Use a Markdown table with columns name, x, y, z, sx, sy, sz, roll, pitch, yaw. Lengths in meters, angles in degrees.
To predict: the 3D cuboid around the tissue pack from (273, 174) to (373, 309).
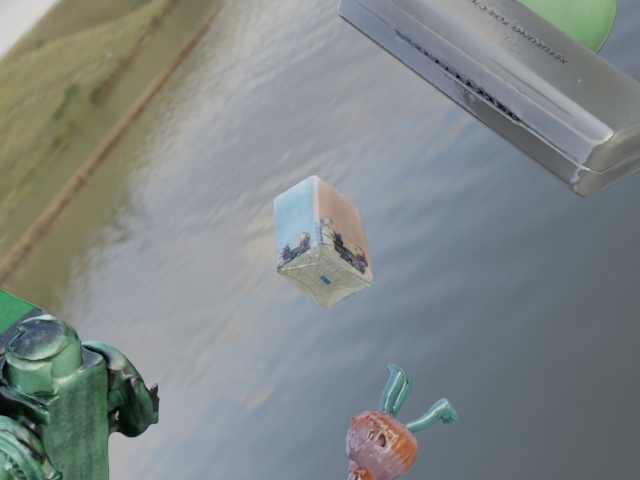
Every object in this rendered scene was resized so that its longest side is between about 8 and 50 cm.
| name | x | y | z | sx | sy | sz | roll | pitch | yaw |
| --- | --- | --- | --- | --- | --- | --- | --- | --- | --- |
| tissue pack | 0.000 | 0.000 | 0.972 | 0.059 | 0.074 | 0.094 | -34 | 37 | 24 |

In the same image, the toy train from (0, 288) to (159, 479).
| name | x | y | z | sx | sy | sz | roll | pitch | yaw |
| --- | --- | --- | --- | --- | --- | --- | --- | --- | --- |
| toy train | -0.220 | 0.162 | 0.791 | 0.120 | 0.202 | 0.301 | -44 | -33 | -45 |

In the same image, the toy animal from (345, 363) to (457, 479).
| name | x | y | z | sx | sy | sz | roll | pitch | yaw |
| --- | --- | --- | --- | --- | --- | --- | --- | --- | --- |
| toy animal | 0.036 | 0.214 | 1.042 | 0.208 | 0.103 | 0.100 | -48 | 27 | -14 |

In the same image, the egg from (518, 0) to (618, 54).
| name | x | y | z | sx | sy | sz | roll | pitch | yaw |
| --- | --- | --- | --- | --- | --- | --- | --- | --- | --- |
| egg | 0.229 | -0.311 | 1.342 | 0.220 | 0.270 | 0.220 | -44 | 13 | 13 |

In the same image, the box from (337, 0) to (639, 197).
| name | x | y | z | sx | sy | sz | roll | pitch | yaw |
| --- | --- | --- | --- | --- | --- | --- | --- | --- | --- |
| box | 0.127 | -0.129 | 0.808 | 0.103 | 0.244 | 0.055 | -25 | -35 | -41 |
